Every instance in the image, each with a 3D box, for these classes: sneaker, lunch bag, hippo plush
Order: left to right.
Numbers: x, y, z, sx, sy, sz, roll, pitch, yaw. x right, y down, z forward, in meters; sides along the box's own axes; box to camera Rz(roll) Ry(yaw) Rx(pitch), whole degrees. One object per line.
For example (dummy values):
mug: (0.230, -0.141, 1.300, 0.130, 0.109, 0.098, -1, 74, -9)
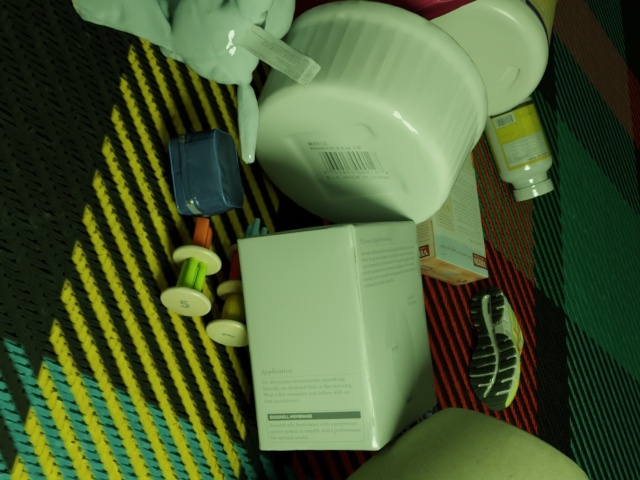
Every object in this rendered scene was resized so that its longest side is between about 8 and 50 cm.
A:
lunch bag: (-0.128, -0.076, 0.961, 0.067, 0.065, 0.098, 17, 63, -73)
hippo plush: (-0.090, -0.288, 0.950, 0.294, 0.234, 0.236, 39, 27, -1)
sneaker: (0.295, 0.180, 1.430, 0.094, 0.081, 0.208, 40, 46, -41)

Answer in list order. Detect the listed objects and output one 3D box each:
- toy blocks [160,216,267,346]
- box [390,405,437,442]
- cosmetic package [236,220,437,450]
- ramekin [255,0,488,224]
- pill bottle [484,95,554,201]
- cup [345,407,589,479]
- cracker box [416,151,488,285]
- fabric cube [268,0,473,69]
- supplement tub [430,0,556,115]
toy blocks: (-0.106, 0.023, 0.962, 0.123, 0.054, 0.148, 42, 45, -37)
box: (0.132, 0.272, 1.187, 0.059, 0.054, 0.169, -16, 88, -56)
cosmetic package: (0.025, 0.096, 0.984, 0.224, 0.138, 0.224, -4, 88, -68)
ramekin: (0.050, -0.135, 1.065, 0.277, 0.277, 0.135, 47, 50, -32)
pill bottle: (0.374, -0.172, 1.667, 0.103, 0.103, 0.184, -25, 97, -55)
cup: (0.147, 0.312, 0.893, 0.331, 0.331, 0.237, 45, 65, -35)
cracker box: (0.185, -0.057, 1.389, 0.156, 0.067, 0.232, 20, 60, -48)
fabric cube: (0.052, -0.397, 1.182, 0.259, 0.258, 0.254, -31, 102, -55)
supplement tub: (0.278, -0.397, 1.511, 0.241, 0.241, 0.331, 51, 40, -29)
